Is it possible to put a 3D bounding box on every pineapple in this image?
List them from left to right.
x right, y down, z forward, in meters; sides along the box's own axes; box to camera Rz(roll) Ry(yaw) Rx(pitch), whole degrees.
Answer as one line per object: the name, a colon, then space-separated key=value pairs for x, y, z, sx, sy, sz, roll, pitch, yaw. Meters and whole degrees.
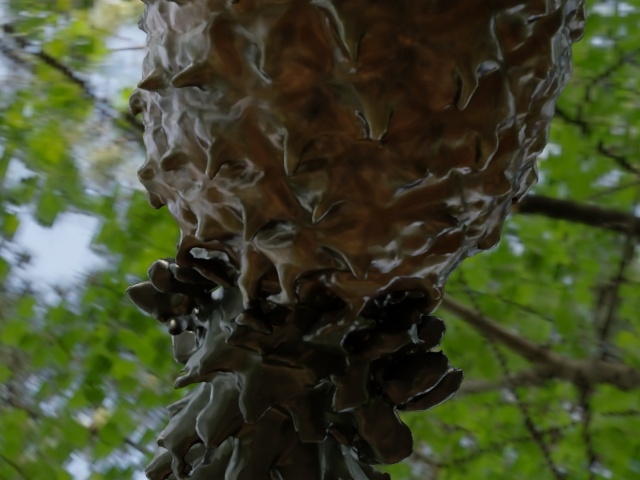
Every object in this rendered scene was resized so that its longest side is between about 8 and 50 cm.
pineapple: x=0.000 y=0.000 z=0.693 sx=0.157 sy=0.158 sz=0.279 roll=1 pitch=-69 yaw=-22
